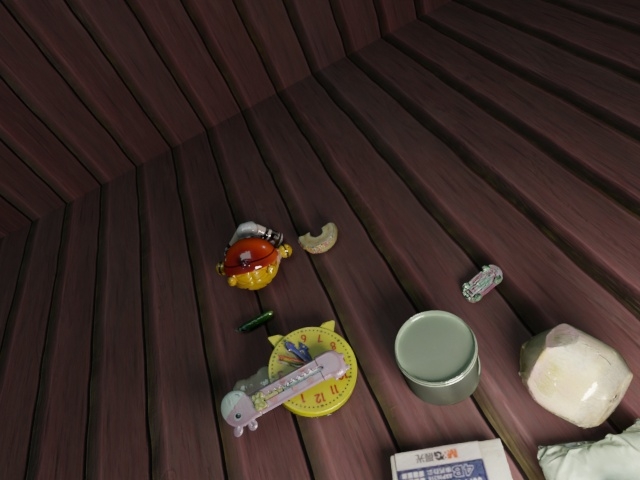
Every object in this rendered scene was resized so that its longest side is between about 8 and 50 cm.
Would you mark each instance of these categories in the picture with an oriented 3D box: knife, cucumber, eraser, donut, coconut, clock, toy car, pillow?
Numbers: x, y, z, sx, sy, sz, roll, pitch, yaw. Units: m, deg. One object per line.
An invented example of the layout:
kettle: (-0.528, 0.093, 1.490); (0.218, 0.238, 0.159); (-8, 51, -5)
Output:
knife: (-0.105, 0.432, 1.319); (0.398, 0.038, 0.132); (-27, 66, -5)
cucumber: (-0.242, 0.303, 1.661); (0.155, 0.037, 0.037); (-27, 44, -1)
eraser: (0.320, 0.580, 1.103); (0.278, 0.081, 0.124); (-15, 45, 13)
donut: (-0.002, 0.004, 1.795); (0.165, 0.065, 0.108); (-22, 45, 5)
coconut: (0.607, 0.324, 1.100); (0.227, 0.227, 0.230); (-43, 46, -15)
clock: (-0.026, 0.392, 1.392); (0.276, 0.071, 0.294); (-18, 56, -13)
toy car: (0.518, 0.140, 1.429); (0.142, 0.055, 0.069); (-43, 44, 5)
pillow: (0.640, 0.551, 0.935); (0.283, 0.138, 0.310); (-23, 47, 8)

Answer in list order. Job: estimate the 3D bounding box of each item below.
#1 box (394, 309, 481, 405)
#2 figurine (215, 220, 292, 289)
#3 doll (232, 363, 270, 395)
box: (0.334, 0.331, 1.276); (0.225, 0.149, 0.226); (-13, 47, 14)
figurine: (-0.274, 0.065, 1.778); (0.319, 0.196, 0.323); (-18, 35, 2)
doll: (-0.196, 0.469, 1.447); (0.191, 0.095, 0.149); (-25, 42, 7)
